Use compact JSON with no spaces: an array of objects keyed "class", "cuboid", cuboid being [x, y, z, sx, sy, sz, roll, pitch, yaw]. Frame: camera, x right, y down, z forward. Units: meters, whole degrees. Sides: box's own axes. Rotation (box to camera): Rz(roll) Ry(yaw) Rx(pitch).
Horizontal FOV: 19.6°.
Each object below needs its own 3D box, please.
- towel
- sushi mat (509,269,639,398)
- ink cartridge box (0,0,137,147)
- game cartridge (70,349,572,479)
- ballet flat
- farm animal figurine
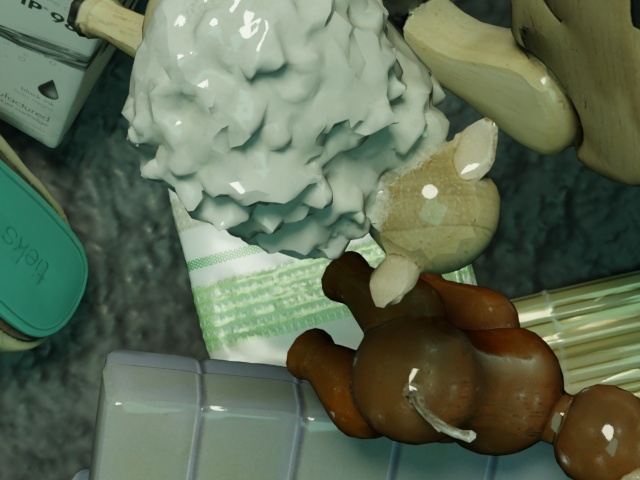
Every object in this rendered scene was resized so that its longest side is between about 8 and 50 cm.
[{"class":"towel","cuboid":[0.000,0.000,0.747,0.113,0.023,0.152,-16,81,1]},{"class":"sushi mat","cuboid":[0.108,0.094,0.792,0.316,0.019,0.151,-13,102,4]},{"class":"ink cartridge box","cuboid":[-0.114,-0.114,0.672,0.104,0.180,0.060,30,65,-4]},{"class":"game cartridge","cuboid":[-0.004,0.220,0.758,0.230,0.068,0.355,8,110,-5]},{"class":"ballet flat","cuboid":[-0.170,-0.042,0.691,0.086,0.086,0.248,-19,137,5]},{"class":"farm animal figurine","cuboid":[0.127,-0.062,0.585,0.330,0.172,0.327,-49,140,-10]}]
